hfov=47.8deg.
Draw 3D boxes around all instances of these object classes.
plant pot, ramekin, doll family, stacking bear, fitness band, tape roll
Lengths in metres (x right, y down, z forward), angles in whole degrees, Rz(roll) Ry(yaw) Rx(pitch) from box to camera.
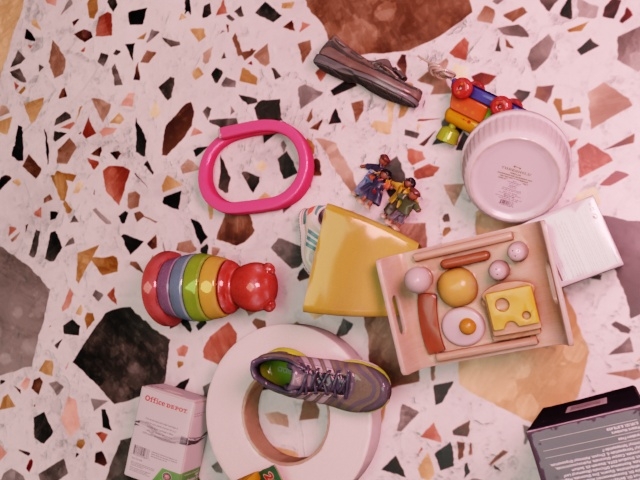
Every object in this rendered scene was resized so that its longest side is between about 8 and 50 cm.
[{"bbox_3d":[0.095,0.057,1.444,0.187,0.212,0.212,13,89,11],"label":"plant pot"},{"bbox_3d":[0.363,-0.131,1.346,0.207,0.109,0.207,6,117,12],"label":"ramekin"},{"bbox_3d":[0.141,-0.107,1.505,0.193,0.076,0.111,38,104,25],"label":"doll family"},{"bbox_3d":[-0.231,0.104,1.600,0.289,0.164,0.175,-2,84,18],"label":"stacking bear"},{"bbox_3d":[-0.151,-0.166,1.644,0.291,0.054,0.209,-6,82,23],"label":"fitness band"},{"bbox_3d":[-0.061,0.369,1.541,0.392,0.072,0.392,-3,83,22],"label":"tape roll"}]

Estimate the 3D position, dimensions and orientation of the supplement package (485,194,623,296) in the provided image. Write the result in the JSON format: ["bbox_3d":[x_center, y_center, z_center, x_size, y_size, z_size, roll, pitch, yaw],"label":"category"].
[{"bbox_3d":[0.414,0.029,1.338,0.244,0.139,0.134,-24,79,21],"label":"supplement package"}]

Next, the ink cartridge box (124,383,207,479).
[{"bbox_3d":[-0.343,0.444,1.642,0.153,0.087,0.208,12,90,24],"label":"ink cartridge box"}]

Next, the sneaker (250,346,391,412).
[{"bbox_3d":[-0.007,0.280,1.422,0.300,0.121,0.111,4,86,23],"label":"sneaker"}]

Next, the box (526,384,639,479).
[{"bbox_3d":[0.477,0.419,1.162,0.179,0.343,0.312,-20,77,18],"label":"box"}]

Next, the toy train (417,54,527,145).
[{"bbox_3d":[0.273,-0.259,1.458,0.248,0.105,0.143,32,110,22],"label":"toy train"}]

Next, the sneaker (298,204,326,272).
[{"bbox_3d":[0.000,0.000,1.552,0.075,0.057,0.161,-18,74,41],"label":"sneaker"}]

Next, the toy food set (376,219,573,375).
[{"bbox_3d":[0.267,0.105,1.270,0.306,0.092,0.219,-14,88,21],"label":"toy food set"}]

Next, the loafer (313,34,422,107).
[{"bbox_3d":[0.107,-0.367,1.537,0.267,0.096,0.084,29,90,25],"label":"loafer"}]

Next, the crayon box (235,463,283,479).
[{"bbox_3d":[-0.180,0.616,1.508,0.318,0.081,0.202,-33,83,29],"label":"crayon box"}]
